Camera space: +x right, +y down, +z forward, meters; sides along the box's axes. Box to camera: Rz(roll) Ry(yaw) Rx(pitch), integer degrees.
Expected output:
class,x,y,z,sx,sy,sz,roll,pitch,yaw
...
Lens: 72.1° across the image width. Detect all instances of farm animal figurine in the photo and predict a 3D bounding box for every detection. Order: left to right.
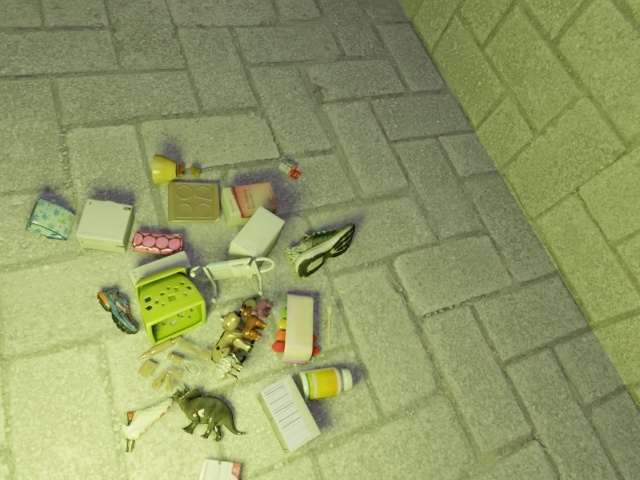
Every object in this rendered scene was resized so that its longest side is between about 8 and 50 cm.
class,x,y,z,sx,sy,sz,roll,pitch,yaw
farm animal figurine,-0.333,0.358,1.739,0.172,0.330,0.327,28,87,-5

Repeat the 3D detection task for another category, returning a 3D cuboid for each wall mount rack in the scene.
class,x,y,z,sx,sy,sz,roll,pitch,yaw
wall mount rack,-0.354,0.135,1.724,0.349,0.304,0.131,-9,59,-1

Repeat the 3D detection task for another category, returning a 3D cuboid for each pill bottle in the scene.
class,x,y,z,sx,sy,sz,roll,pitch,yaw
pill bottle,0.018,0.578,1.788,0.208,0.118,0.118,-3,64,-19

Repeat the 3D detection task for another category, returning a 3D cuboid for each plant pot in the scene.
class,x,y,z,sx,sy,sz,roll,pitch,yaw
plant pot,-0.705,-0.324,2.011,0.095,0.134,0.134,2,62,-6
plant pot,-0.592,0.242,1.713,0.227,0.228,0.207,-21,66,-26

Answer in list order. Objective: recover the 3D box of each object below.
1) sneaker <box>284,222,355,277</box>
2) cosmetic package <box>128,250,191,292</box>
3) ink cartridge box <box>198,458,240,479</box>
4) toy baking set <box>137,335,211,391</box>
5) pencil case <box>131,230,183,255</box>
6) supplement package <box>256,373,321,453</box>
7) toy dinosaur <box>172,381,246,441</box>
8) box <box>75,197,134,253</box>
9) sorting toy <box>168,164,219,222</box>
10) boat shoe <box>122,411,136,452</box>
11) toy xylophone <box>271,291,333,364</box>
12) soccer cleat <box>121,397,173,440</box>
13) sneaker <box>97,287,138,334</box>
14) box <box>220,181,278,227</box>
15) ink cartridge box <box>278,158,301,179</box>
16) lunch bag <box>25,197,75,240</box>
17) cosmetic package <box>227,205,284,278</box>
class,x,y,z,sx,sy,sz,roll,pitch,yaw
sneaker,0.000,0.000,2.083,0.410,0.158,0.182,-31,58,-33
cosmetic package,-0.654,0.137,1.807,0.231,0.117,0.086,-21,72,-24
ink cartridge box,-0.362,0.840,1.565,0.135,0.056,0.099,14,60,-11
toy baking set,-0.561,0.466,1.687,0.256,0.030,0.197,-30,63,-24
pencil case,-0.693,0.010,1.876,0.209,0.095,0.098,6,97,-17
supplement package,-0.127,0.663,1.684,0.133,0.139,0.244,-23,73,-25
toy dinosaur,-0.411,0.640,1.619,0.313,0.121,0.161,19,66,-4
box,-0.890,-0.059,1.831,0.180,0.119,0.182,9,61,-13
sorting toy,-0.594,-0.218,2.060,0.228,0.041,0.308,-2,64,-14
boat shoe,-0.678,0.678,1.555,0.043,0.049,0.137,1,61,-13
toy xylophone,-0.070,0.371,1.888,0.236,0.081,0.323,15,60,-10
soccer cleat,-0.612,0.620,1.570,0.076,0.068,0.196,48,41,2
sneaker,-0.777,0.271,1.720,0.087,0.083,0.221,-34,81,-37
box,-0.335,-0.169,2.061,0.232,0.127,0.149,-12,68,-23
ink cartridge box,-0.156,-0.367,2.279,0.115,0.029,0.063,32,58,1
lunch bag,-1.094,-0.080,1.794,0.151,0.096,0.129,26,54,-38
cosmetic package,-0.284,0.012,1.925,0.138,0.224,0.225,31,59,0
